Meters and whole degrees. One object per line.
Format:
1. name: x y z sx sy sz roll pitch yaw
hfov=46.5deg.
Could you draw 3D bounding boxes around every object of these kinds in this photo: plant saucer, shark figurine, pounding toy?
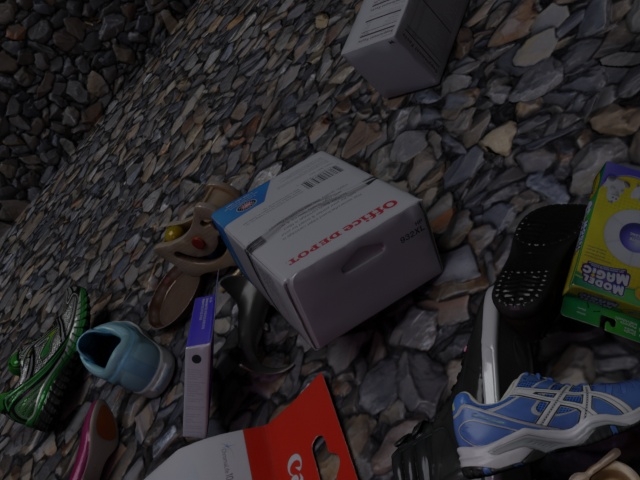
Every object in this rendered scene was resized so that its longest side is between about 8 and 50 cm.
1. plant saucer: -0.294 0.113 1.544 0.168 0.029 0.169 -31 40 30
2. shark figurine: -0.122 0.115 1.251 0.166 0.116 0.278 -25 40 39
3. pounding toy: -0.212 -0.002 1.402 0.269 0.154 0.155 -16 36 33

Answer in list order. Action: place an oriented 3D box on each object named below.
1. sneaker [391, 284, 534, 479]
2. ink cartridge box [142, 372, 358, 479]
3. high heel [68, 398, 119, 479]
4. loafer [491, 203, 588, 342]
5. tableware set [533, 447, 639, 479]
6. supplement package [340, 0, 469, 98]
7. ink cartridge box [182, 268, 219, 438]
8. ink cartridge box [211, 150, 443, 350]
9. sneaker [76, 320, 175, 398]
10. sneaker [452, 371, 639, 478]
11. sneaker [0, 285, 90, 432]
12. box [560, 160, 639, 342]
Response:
1. sneaker: 0.153 0.189 0.833 0.146 0.104 0.296 -16 52 37
2. ink cartridge box: -0.121 0.387 1.013 0.385 0.091 0.308 -44 34 16
3. high heel: -0.445 0.421 1.399 0.117 0.082 0.244 -28 52 19
4. loafer: 0.257 0.033 0.857 0.080 0.078 0.220 6 38 39
5. tableware set: 0.251 0.276 0.658 0.141 0.020 0.169 -36 53 7
6. supplement package: 0.161 -0.403 1.351 0.133 0.139 0.244 -5 55 48
7. ink cartridge box: -0.192 0.174 1.198 0.206 0.045 0.209 -110 26 -72
8. ink cartridge box: 0.000 0.000 1.118 0.223 0.129 0.307 -30 29 -14
9. sneaker: -0.430 0.211 1.511 0.365 0.150 0.135 2 60 52
10. sneaker: 0.226 0.161 0.713 0.211 0.080 0.081 -14 68 -9
11. sneaker: -0.614 0.246 1.680 0.134 0.146 0.344 123 163 -54
12. box: 0.326 0.013 0.789 0.043 0.105 0.179 84 -154 -69
